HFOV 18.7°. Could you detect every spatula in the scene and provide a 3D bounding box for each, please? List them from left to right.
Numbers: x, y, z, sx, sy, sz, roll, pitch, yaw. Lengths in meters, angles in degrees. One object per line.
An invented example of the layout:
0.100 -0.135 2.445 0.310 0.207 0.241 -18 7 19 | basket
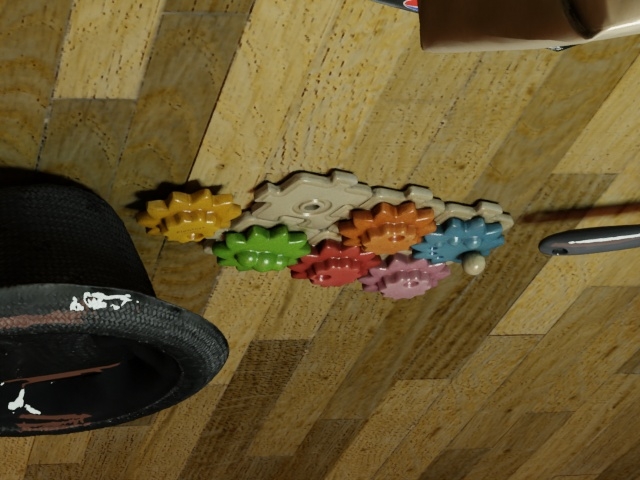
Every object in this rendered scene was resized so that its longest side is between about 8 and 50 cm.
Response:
0.337 -0.021 1.725 0.296 0.030 0.084 -12 154 -6 | spatula

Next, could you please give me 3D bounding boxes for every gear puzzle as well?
0.000 0.000 1.679 0.339 0.044 0.175 10 151 -34 | gear puzzle

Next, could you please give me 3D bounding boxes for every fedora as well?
-0.230 0.049 1.591 0.334 0.152 0.334 -6 160 -2 | fedora

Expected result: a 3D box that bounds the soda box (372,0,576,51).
0.098 -0.172 1.258 0.169 0.060 0.053 12 170 -22 | soda box

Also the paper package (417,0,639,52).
0.226 -0.197 0.982 0.325 0.168 0.309 -10 -175 -11 | paper package
